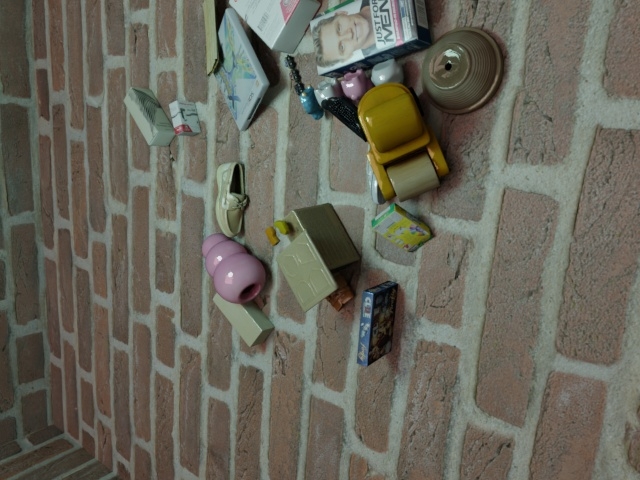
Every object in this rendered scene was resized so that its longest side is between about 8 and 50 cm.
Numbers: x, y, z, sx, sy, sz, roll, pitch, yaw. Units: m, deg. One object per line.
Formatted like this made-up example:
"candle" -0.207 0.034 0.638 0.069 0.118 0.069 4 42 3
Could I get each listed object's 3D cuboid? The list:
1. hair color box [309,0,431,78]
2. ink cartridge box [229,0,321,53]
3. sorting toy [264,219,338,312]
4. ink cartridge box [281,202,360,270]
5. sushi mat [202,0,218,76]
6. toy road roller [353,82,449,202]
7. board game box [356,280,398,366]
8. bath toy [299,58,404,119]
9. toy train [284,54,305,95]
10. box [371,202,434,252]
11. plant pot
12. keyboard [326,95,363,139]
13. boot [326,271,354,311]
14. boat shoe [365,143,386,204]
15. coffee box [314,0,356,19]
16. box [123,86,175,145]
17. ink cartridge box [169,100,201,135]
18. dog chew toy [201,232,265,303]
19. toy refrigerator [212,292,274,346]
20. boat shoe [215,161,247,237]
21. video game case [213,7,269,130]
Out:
"hair color box" 0.143 -0.623 1.469 0.347 0.105 0.174 -7 95 37
"ink cartridge box" -0.164 -0.828 1.706 0.283 0.117 0.207 51 123 19
"sorting toy" -0.066 0.060 1.588 0.229 0.041 0.307 -44 71 48
"ink cartridge box" 0.000 0.000 1.668 0.088 0.193 0.235 -39 73 39
"sushi mat" -0.425 -0.809 1.895 0.151 0.019 0.317 -22 71 61
"toy road roller" 0.221 -0.281 1.389 0.202 0.240 0.330 -23 91 11
"board game box" 0.186 0.267 1.590 0.042 0.165 0.244 12 105 35
"bath toy" 0.110 -0.471 1.555 0.348 0.151 0.129 -5 128 34
"toy train" -0.094 -0.590 1.751 0.036 0.027 0.158 -26 82 48
"box" 0.257 -0.035 1.514 0.105 0.179 0.043 -39 30 34
"plant pot" 0.375 -0.476 1.363 0.237 0.109 0.238 7 101 37
"keyboard" 0.114 -0.379 1.537 0.100 0.192 0.038 -31 41 38
"boot" 0.022 0.194 1.763 0.152 0.073 0.197 53 126 13
"boat shoe" 0.186 -0.228 1.575 0.075 0.083 0.227 7 90 47
"coffee box" 0.070 -0.710 1.597 0.184 0.040 0.113 -6 94 37
"box" -0.772 -0.559 2.214 0.094 0.113 0.275 -44 73 32
"ink cartridge box" -0.574 -0.518 2.076 0.056 0.099 0.135 -13 90 38
"dog chew toy" -0.365 0.095 1.965 0.332 0.206 0.207 48 122 31
"toy refrigerator" -0.317 0.299 2.022 0.269 0.094 0.102 46 114 22
"boat shoe" -0.350 -0.164 1.964 0.098 0.109 0.303 -2 91 38
"video game case" -0.315 -0.630 1.836 0.329 0.036 0.300 65 149 10
